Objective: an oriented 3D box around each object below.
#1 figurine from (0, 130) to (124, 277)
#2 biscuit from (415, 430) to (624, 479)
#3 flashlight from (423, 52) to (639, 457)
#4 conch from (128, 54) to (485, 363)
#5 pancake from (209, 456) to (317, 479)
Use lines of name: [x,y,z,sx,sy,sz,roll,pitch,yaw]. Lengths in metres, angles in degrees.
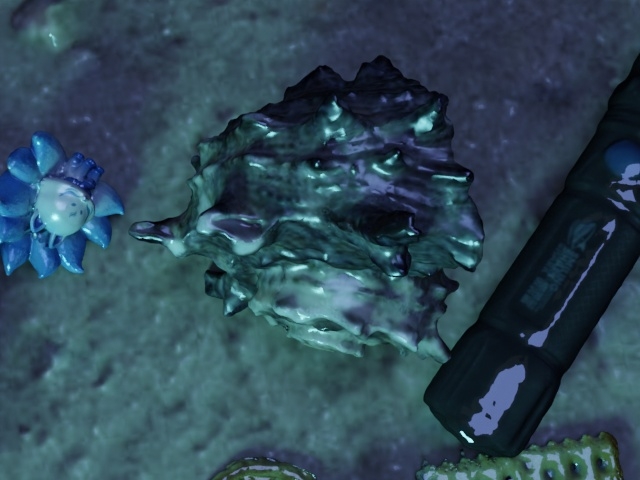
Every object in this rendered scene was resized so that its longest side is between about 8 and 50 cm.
figurine: [-0.209,-0.019,1.314,0.114,0.079,0.114,-13,108,-45]
biscuit: [0.148,0.227,1.335,0.203,0.016,0.144,-8,79,-9]
flashlight: [0.218,-0.016,1.358,0.103,0.103,0.424,35,76,2]
conch: [0.012,0.001,1.233,0.240,0.313,0.186,40,55,-4]
pancake: [-0.042,0.218,1.317,0.115,0.011,0.115,2,77,-8]
